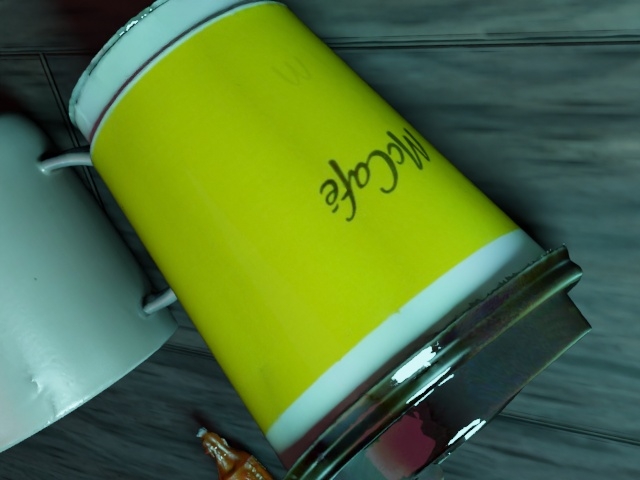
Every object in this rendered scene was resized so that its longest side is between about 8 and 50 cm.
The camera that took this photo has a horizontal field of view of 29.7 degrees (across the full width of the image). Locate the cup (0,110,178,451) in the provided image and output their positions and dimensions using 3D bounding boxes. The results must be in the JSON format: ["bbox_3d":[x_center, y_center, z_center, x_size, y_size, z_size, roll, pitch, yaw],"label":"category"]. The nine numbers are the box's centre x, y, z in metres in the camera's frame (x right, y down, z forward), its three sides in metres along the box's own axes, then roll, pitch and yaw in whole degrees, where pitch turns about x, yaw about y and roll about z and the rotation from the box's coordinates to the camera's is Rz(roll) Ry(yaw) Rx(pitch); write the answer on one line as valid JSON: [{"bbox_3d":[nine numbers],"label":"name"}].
[{"bbox_3d":[-0.209,0.014,0.858,0.253,0.191,0.200,-27,98,19],"label":"cup"}]

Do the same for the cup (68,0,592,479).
[{"bbox_3d":[0.000,0.000,0.645,0.279,0.196,0.196,52,141,11],"label":"cup"}]

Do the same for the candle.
[{"bbox_3d":[-0.039,0.206,0.947,0.053,0.048,0.162,-40,92,21],"label":"candle"}]
